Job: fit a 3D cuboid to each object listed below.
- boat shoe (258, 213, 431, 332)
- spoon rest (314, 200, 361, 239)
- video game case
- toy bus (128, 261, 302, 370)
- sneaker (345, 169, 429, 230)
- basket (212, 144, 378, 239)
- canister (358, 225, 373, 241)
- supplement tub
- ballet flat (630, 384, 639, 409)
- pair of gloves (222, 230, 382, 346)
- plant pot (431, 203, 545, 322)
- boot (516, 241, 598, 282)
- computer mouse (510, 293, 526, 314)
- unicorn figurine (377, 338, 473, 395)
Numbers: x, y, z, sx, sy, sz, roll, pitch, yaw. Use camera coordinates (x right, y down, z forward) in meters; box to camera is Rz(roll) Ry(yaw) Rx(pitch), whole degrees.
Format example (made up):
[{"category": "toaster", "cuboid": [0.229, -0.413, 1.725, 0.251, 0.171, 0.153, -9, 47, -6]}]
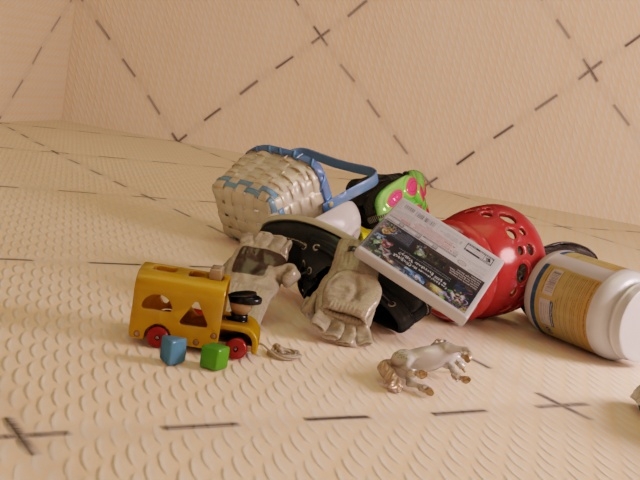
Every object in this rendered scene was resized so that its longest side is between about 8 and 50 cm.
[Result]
[{"category": "boat shoe", "cuboid": [0.021, 0.060, 1.634, 0.340, 0.113, 0.127, 23, -30, 26]}, {"category": "spoon rest", "cuboid": [0.000, 0.000, 1.937, 0.084, 0.137, 0.276, 30, 22, 14]}, {"category": "video game case", "cuboid": [0.165, 0.027, 1.557, 0.190, 0.022, 0.173, 33, 39, 9]}, {"category": "toy bus", "cuboid": [-0.145, 0.084, 1.329, 0.191, 0.104, 0.202, 18, 13, 42]}, {"category": "sneaker", "cuboid": [0.147, -0.063, 2.408, 0.202, 0.185, 0.483, -8, 4, 8]}, {"category": "basket", "cuboid": [-0.060, -0.102, 2.130, 0.289, 0.201, 0.254, -36, 37, -31]}, {"category": "canister", "cuboid": [0.144, 0.021, 2.082, 0.170, 0.073, 0.126, 8, 9, -16]}, {"category": "supplement tub", "cuboid": [0.438, 0.104, 1.644, 0.144, 0.144, 0.199, 3, 12, -34]}, {"category": "ballet flat", "cuboid": [0.532, 0.199, 1.205, 0.147, 0.147, 0.409, 5, 10, -25]}, {"category": "pair of gloves", "cuboid": [-0.031, 0.068, 1.513, 0.240, 0.042, 0.204, 5, 40, 3]}, {"category": "plant pot", "cuboid": [0.250, 0.040, 1.729, 0.191, 0.191, 0.174, 17, 18, 40]}, {"category": "boot", "cuboid": [0.485, 0.074, 2.110, 0.263, 0.091, 0.229, 3, 16, -14]}, {"category": "computer mouse", "cuboid": [0.355, 0.113, 1.860, 0.071, 0.041, 0.242, 28, -3, -14]}, {"category": "unicorn figurine", "cuboid": [0.146, 0.155, 1.320, 0.162, 0.060, 0.111, 6, 11, -22]}]
